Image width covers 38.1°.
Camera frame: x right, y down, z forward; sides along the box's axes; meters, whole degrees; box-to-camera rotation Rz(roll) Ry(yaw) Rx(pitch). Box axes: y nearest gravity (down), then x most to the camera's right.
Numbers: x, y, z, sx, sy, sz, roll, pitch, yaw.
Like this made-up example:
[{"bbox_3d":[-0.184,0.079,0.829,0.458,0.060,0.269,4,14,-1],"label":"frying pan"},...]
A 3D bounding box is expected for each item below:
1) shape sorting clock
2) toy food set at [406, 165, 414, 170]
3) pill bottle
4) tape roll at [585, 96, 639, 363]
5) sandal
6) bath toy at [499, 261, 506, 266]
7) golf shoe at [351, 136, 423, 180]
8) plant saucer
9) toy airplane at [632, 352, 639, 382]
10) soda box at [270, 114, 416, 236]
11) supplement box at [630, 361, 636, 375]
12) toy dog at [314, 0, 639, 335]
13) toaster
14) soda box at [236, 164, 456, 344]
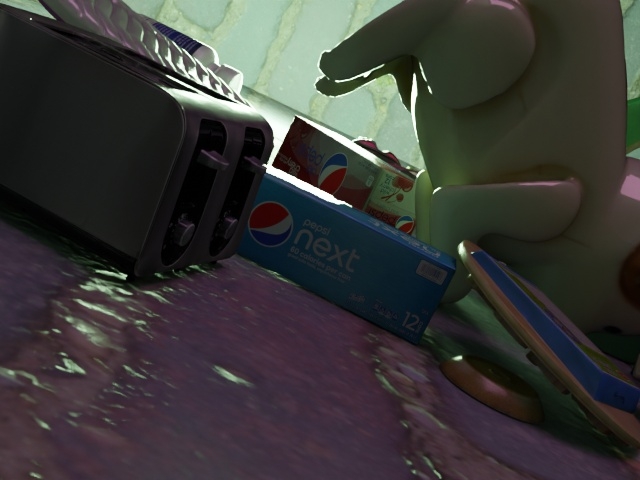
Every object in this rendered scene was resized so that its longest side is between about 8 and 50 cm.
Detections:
[{"bbox_3d":[0.178,0.080,0.724,0.206,0.040,0.206,41,10,-9],"label":"shape sorting clock"},{"bbox_3d":[0.108,-0.121,1.649,0.217,0.071,0.128,17,13,-41],"label":"toy food set"},{"bbox_3d":[-0.220,-0.259,1.419,0.186,0.112,0.112,26,10,7],"label":"pill bottle"},{"bbox_3d":[0.413,-0.012,1.104,0.321,0.321,0.077,26,10,0],"label":"tape roll"},{"bbox_3d":[-0.217,-0.199,1.182,0.416,0.102,0.169,34,17,-40],"label":"sandal"},{"bbox_3d":[0.250,-0.017,1.298,0.151,0.129,0.348,32,12,33],"label":"bath toy"},{"bbox_3d":[0.150,-0.061,1.433,0.272,0.105,0.120,19,26,-8],"label":"golf shoe"},{"bbox_3d":[0.126,0.103,0.667,0.083,0.015,0.083,25,9,-4],"label":"plant saucer"},{"bbox_3d":[0.482,0.163,0.694,0.384,0.272,0.386,35,-28,-5],"label":"toy airplane"},{"bbox_3d":[0.034,-0.081,1.209,0.092,0.084,0.263,21,10,-31],"label":"soda box"},{"bbox_3d":[0.392,0.132,0.993,0.056,0.083,0.083,22,9,-13],"label":"supplement box"},{"bbox_3d":[0.230,-0.083,0.957,0.408,0.395,0.284,58,-8,-5],"label":"toy dog"},{"bbox_3d":[-0.135,-0.064,0.597,0.185,0.110,0.168,28,9,12],"label":"toaster"},{"bbox_3d":[0.000,0.000,0.735,0.210,0.067,0.071,27,10,5],"label":"soda box"}]
